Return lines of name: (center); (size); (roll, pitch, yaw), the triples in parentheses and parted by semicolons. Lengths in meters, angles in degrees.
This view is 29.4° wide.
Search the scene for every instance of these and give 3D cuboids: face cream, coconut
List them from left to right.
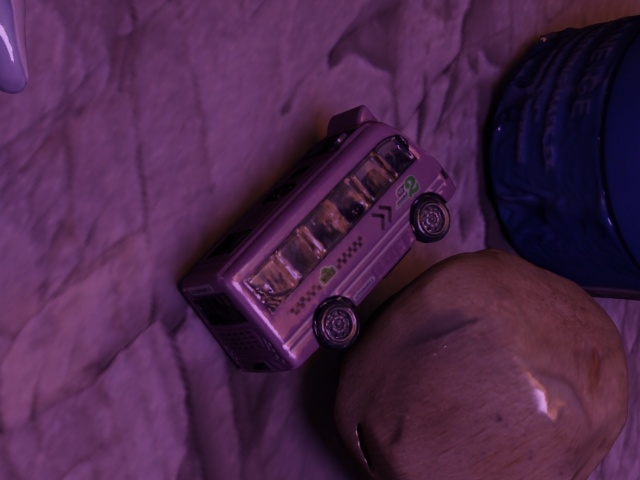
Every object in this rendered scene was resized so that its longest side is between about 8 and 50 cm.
coconut: (0.108, 0.119, 0.887); (0.224, 0.224, 0.224); (4, 83, -35)
face cream: (0.293, -0.068, 1.014); (0.249, 0.225, 0.248); (2, 87, -36)

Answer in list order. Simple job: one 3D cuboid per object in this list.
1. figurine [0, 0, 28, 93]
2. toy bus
figurine: (-0.258, -0.147, 0.696); (0.208, 0.128, 0.183); (31, 71, -20)
toy bus: (0.000, 0.000, 0.878); (0.108, 0.096, 0.199); (50, 63, -15)
